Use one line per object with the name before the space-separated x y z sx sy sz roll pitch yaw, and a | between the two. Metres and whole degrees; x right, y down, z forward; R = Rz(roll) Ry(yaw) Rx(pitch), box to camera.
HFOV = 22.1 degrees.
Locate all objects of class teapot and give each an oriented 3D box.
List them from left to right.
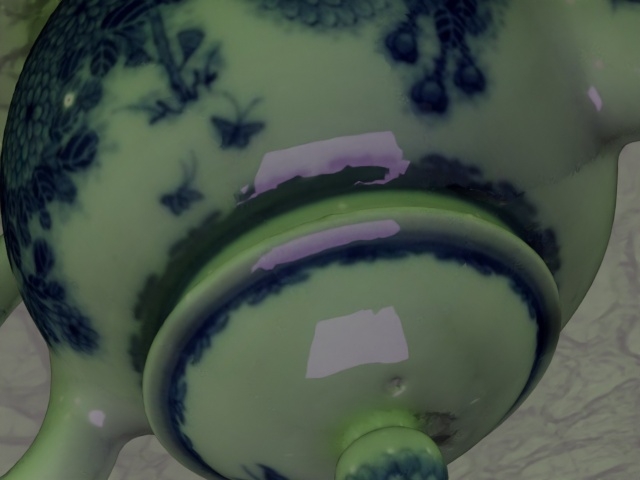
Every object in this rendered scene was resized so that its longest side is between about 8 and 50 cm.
teapot | 0.000 0.000 0.654 0.424 0.280 0.252 -28 136 13
